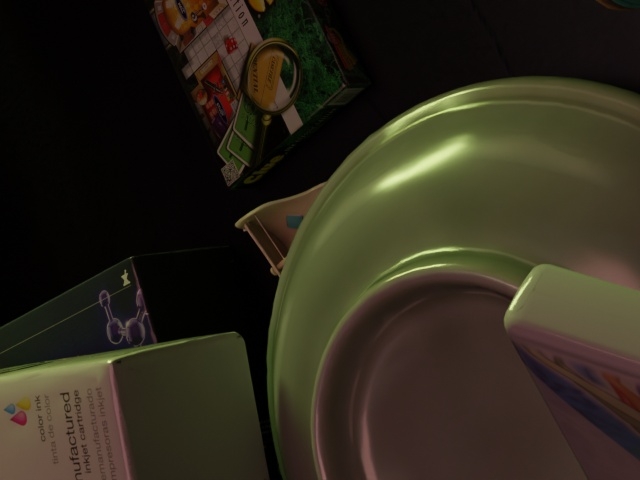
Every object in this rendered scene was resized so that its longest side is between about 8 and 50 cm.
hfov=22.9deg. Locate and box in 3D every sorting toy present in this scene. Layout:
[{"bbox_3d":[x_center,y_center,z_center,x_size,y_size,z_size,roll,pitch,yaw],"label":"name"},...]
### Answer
[{"bbox_3d":[0.000,0.000,1.046,0.075,0.045,0.083,-38,82,25],"label":"sorting toy"}]

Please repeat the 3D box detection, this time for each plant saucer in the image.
[{"bbox_3d":[0.106,0.109,0.893,0.400,0.100,0.400,6,100,36],"label":"plant saucer"}]

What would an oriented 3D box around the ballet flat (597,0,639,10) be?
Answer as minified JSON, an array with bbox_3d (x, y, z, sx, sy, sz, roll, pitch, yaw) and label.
[{"bbox_3d":[0.204,-0.225,0.815,0.232,0.080,0.073,-52,31,30],"label":"ballet flat"}]

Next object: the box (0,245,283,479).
[{"bbox_3d":[-0.157,0.133,1.165,0.261,0.103,0.184,-27,74,41],"label":"box"}]

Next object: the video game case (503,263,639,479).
[{"bbox_3d":[0.253,0.143,0.599,0.329,0.300,0.036,18,65,37],"label":"video game case"}]

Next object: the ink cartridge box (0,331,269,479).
[{"bbox_3d":[-0.165,0.179,1.029,0.278,0.117,0.201,-12,88,43],"label":"ink cartridge box"}]

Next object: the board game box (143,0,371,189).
[{"bbox_3d":[-0.067,-0.180,1.098,0.136,0.030,0.260,-38,69,36],"label":"board game box"}]
